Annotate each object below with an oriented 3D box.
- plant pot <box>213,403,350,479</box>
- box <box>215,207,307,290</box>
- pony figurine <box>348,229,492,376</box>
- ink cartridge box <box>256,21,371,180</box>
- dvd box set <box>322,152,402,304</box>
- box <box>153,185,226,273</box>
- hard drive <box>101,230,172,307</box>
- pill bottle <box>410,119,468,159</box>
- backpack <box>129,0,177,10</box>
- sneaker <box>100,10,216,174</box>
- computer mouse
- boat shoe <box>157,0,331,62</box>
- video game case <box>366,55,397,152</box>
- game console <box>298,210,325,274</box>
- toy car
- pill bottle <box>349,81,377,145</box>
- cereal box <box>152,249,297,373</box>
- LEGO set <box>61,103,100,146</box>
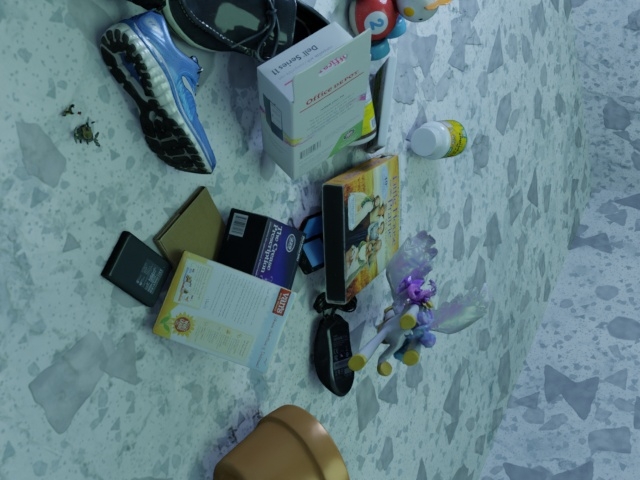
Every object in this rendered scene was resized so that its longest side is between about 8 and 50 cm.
[{"bbox_3d":[-0.099,0.538,1.686,0.203,0.291,0.291,-21,114,-36],"label":"plant pot"},{"bbox_3d":[-0.141,0.082,1.635,0.184,0.103,0.261,24,80,-65],"label":"box"},{"bbox_3d":[0.247,0.196,2.052,0.303,0.351,0.363,46,24,-3],"label":"pony figurine"},{"bbox_3d":[-0.015,-0.303,1.574,0.207,0.119,0.353,-35,159,-18],"label":"ink cartridge box"},{"bbox_3d":[0.119,-0.045,2.011,0.420,0.062,0.308,-32,125,-60],"label":"dvd box set"},{"bbox_3d":[-0.246,0.016,1.564,0.164,0.021,0.201,-55,138,-35],"label":"box"},{"bbox_3d":[-0.340,0.055,1.426,0.135,0.022,0.094,48,57,-50],"label":"hard drive"},{"bbox_3d":[0.362,-0.308,2.337,0.208,0.117,0.118,-15,109,-55],"label":"pill bottle"},{"bbox_3d":[-0.313,-0.472,1.224,0.188,0.166,0.144,14,86,-33],"label":"backpack"},{"bbox_3d":[-0.259,-0.264,1.391,0.147,0.129,0.330,-51,136,-35],"label":"sneaker"},{"bbox_3d":[0.030,0.271,2.003,0.188,0.072,0.272,4,81,-57],"label":"computer mouse"},{"bbox_3d":[-0.128,-0.446,1.532,0.500,0.156,0.187,10,90,-56],"label":"boat shoe"},{"bbox_3d":[0.159,-0.349,1.996,0.206,0.026,0.227,-165,-98,-85],"label":"video game case"},{"bbox_3d":[0.000,0.000,1.869,0.144,0.085,0.124,-22,84,-52],"label":"game console"},{"bbox_3d":[0.212,-0.599,1.940,0.210,0.238,0.219,-56,138,-35],"label":"toy car"},{"bbox_3d":[0.067,-0.349,1.879,0.117,0.117,0.215,-43,130,-44],"label":"pill bottle"},{"bbox_3d":[-0.186,0.140,1.497,0.240,0.047,0.173,23,86,-11],"label":"cereal box"},{"bbox_3d":[-0.404,-0.190,1.287,0.054,0.023,0.083,-44,118,-47],"label":"LEGO set"}]
